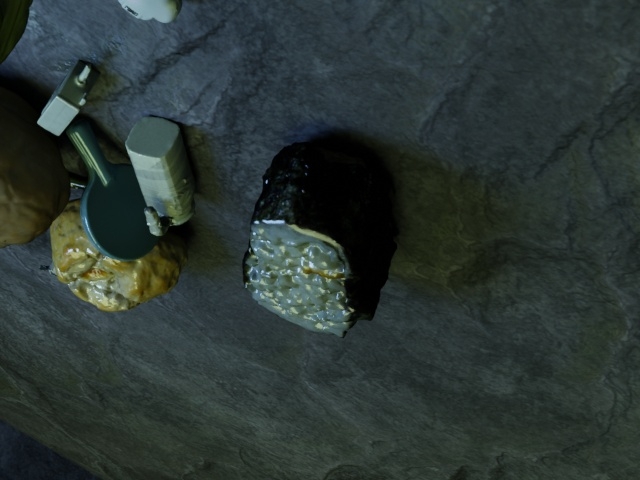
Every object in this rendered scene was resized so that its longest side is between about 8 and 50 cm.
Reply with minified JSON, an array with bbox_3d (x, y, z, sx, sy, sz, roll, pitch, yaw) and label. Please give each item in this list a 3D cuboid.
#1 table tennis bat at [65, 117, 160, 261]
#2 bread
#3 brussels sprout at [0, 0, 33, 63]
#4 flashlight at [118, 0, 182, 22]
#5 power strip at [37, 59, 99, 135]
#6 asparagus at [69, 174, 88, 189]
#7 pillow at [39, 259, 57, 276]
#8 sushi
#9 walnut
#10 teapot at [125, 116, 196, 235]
[{"bbox_3d":[-0.331,-0.081,1.780,0.040,0.153,0.244,-3,121,45],"label":"table tennis bat"},{"bbox_3d":[-0.349,0.031,1.916,0.244,0.134,0.244,10,145,7],"label":"bread"},{"bbox_3d":[-0.443,-0.287,1.163,0.355,0.281,0.289,-22,108,36],"label":"brussels sprout"},{"bbox_3d":[-0.175,-0.322,1.324,0.093,0.047,0.200,35,148,-22],"label":"flashlight"},{"bbox_3d":[-0.359,-0.214,1.623,0.042,0.075,0.175,32,150,-17],"label":"power strip"},{"bbox_3d":[-0.388,-0.088,1.918,0.248,0.024,0.025,17,158,10],"label":"asparagus"},{"bbox_3d":[-0.431,0.029,2.122,0.169,0.059,0.255,23,153,-12],"label":"pillow"},{"bbox_3d":[0.000,0.000,1.621,0.211,0.171,0.350,19,152,13],"label":"sushi"},{"bbox_3d":[-0.552,-0.110,1.757,0.296,0.285,0.285,25,162,50],"label":"walnut"},{"bbox_3d":[-0.244,-0.088,1.720,0.077,0.107,0.200,14,151,12],"label":"teapot"}]
